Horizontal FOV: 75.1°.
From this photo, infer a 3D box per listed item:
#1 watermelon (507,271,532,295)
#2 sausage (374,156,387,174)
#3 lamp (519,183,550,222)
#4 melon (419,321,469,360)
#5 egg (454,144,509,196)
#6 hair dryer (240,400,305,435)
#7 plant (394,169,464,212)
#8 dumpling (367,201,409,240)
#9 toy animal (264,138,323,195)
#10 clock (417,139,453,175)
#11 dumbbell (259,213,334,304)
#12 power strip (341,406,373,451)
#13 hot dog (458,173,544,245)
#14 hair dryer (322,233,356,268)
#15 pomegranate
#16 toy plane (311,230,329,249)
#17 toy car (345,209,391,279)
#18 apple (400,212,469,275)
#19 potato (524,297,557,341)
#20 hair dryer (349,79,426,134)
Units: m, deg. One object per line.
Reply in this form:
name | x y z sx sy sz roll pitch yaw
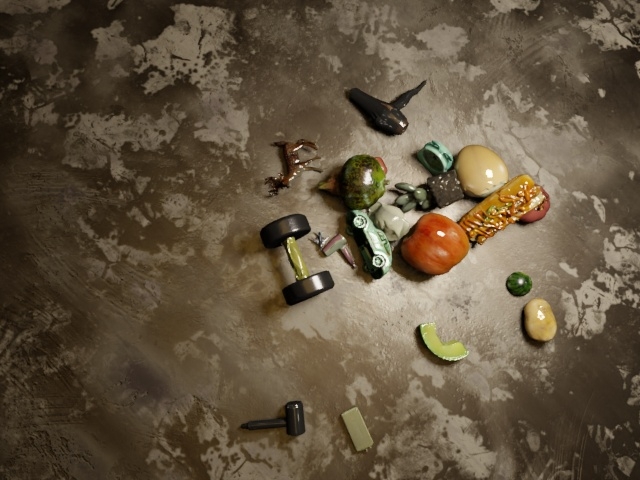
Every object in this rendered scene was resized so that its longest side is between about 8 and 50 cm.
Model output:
watermelon | 0.846 0.183 1.755 0.106 0.062 0.105 0 85 -4
sausage | 0.253 -0.319 1.811 0.054 0.059 0.094 -27 85 -2
lamp | 0.893 -0.166 1.783 0.182 0.140 0.181 1 75 -4
melon | 0.487 0.410 1.693 0.118 0.064 0.209 -39 82 -8
egg | 0.671 -0.292 1.761 0.201 0.201 0.244 -24 81 -8
hair dryer | -0.185 0.689 1.607 0.248 0.070 0.114 -5 81 4
plant | 0.449 -0.195 1.740 0.275 0.149 0.146 -12 91 17
dumpling | 0.278 -0.071 1.744 0.111 0.155 0.181 11 36 -30
toy animal | -0.124 -0.317 1.789 0.260 0.087 0.243 -14 67 -4
clock | 0.496 -0.354 1.767 0.060 0.188 0.148 -42 87 -9
dumbbell | -0.094 0.074 1.645 0.204 0.204 0.322 -22 82 -7
power strip | 0.145 0.743 1.626 0.076 0.028 0.168 -22 80 -8
hot dog | 0.735 -0.117 1.698 0.349 0.117 0.158 -38 116 22
hair dryer | 0.094 0.058 1.741 0.154 0.054 0.106 45 85 1
pomegranate | 0.140 -0.231 1.740 0.204 0.277 0.221 38 46 -31
toy plane | 0.000 0.000 1.751 0.079 0.031 0.083 -3 78 -4
toy car | 0.208 0.007 1.713 0.125 0.136 0.305 -20 80 -16
apple | 0.462 0.025 1.675 0.241 0.242 0.242 34 79 1
potato | 0.900 0.326 1.710 0.119 0.109 0.178 -7 74 17
hair dryer | 0.339 -0.646 1.877 0.359 0.120 0.304 -41 70 -20
